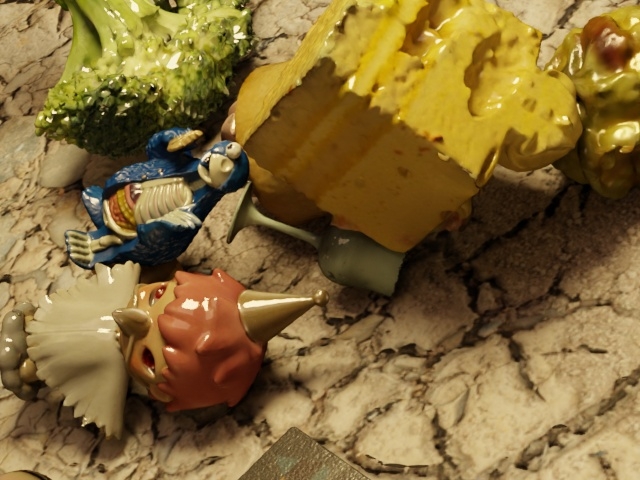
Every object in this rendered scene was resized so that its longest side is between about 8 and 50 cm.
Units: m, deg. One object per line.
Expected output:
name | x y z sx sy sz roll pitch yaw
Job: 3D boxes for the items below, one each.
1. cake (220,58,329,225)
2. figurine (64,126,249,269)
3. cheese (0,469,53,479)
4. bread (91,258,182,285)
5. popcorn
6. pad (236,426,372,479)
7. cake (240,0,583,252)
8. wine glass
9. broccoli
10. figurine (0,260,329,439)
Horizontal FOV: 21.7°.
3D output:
cake | -0.036 -0.103 1.946 0.178 0.207 0.185 -25 -1 35
figurine | -0.173 -0.043 1.906 0.262 0.121 0.164 -14 51 45
cheese | -0.364 0.364 1.708 0.163 0.082 0.286 23 62 43
bread | -0.217 0.041 1.983 0.115 0.056 0.082 23 50 37
popcorn | 0.332 -0.150 1.810 0.169 0.218 0.189 4 49 -31
pad | -0.012 0.277 1.667 0.143 0.003 0.211 -44 43 -18
cake | 0.107 -0.133 1.757 0.222 0.286 0.227 -60 10 -30
wine glass | 0.000 0.000 1.841 0.196 0.079 0.079 20 53 3
broccoli | -0.290 -0.276 2.120 0.275 0.397 0.353 -41 40 23
figurine | -0.173 0.108 1.810 0.387 0.166 0.207 -6 62 27
